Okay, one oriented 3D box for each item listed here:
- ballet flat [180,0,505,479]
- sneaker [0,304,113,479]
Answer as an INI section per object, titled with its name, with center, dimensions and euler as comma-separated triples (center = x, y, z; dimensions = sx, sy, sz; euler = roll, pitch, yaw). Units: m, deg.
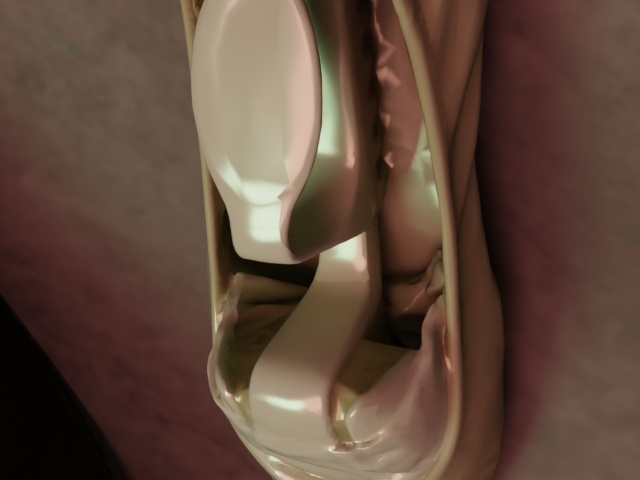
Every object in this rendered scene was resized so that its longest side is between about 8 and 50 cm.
[ballet flat]
center = 0.000, 0.000, 0.418
dimensions = 0.086, 0.086, 0.248
euler = 6, 124, 17
[sneaker]
center = -0.185, 0.070, 0.503
dimensions = 0.178, 0.124, 0.295
euler = -25, 103, 26
